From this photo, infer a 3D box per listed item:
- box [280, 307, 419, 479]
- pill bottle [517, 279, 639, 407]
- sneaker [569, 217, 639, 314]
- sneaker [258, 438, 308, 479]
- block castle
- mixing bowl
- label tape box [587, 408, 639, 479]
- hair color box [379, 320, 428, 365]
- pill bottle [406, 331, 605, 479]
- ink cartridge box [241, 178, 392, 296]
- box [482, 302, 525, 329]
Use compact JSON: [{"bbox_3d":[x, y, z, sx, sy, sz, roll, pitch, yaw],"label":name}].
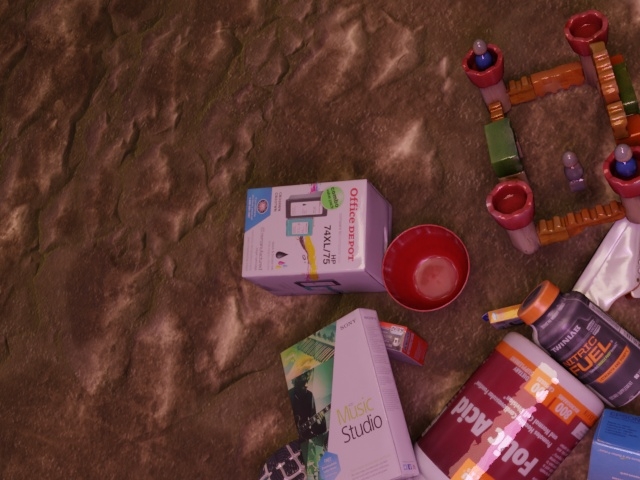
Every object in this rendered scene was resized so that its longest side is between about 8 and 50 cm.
[{"bbox_3d":[0.046,0.318,1.653,0.232,0.058,0.322,-34,58,36],"label":"box"},{"bbox_3d":[0.480,0.181,1.603,0.245,0.130,0.130,39,91,2],"label":"pill bottle"},{"bbox_3d":[0.586,0.040,1.679,0.123,0.106,0.290,31,94,16],"label":"sneaker"},{"bbox_3d":[0.006,0.447,1.767,0.275,0.110,0.107,-28,57,7],"label":"sneaker"},{"bbox_3d":[0.452,-0.225,1.679,0.303,0.213,0.453,-15,51,18],"label":"block castle"},{"bbox_3d":[0.227,0.066,1.804,0.181,0.098,0.181,-6,72,20],"label":"mixing bowl"},{"bbox_3d":[0.582,0.476,1.509,0.240,0.106,0.334,10,119,24],"label":"label tape box"},{"bbox_3d":[0.148,0.205,1.754,0.093,0.167,0.053,10,78,24],"label":"hair color box"},{"bbox_3d":[0.310,0.380,1.604,0.224,0.224,0.392,40,91,27],"label":"pill bottle"},{"bbox_3d":[0.000,0.000,1.859,0.270,0.197,0.198,-4,73,20],"label":"ink cartridge box"},{"bbox_3d":[0.389,0.147,1.724,0.136,0.081,0.028,-18,69,16],"label":"box"}]
